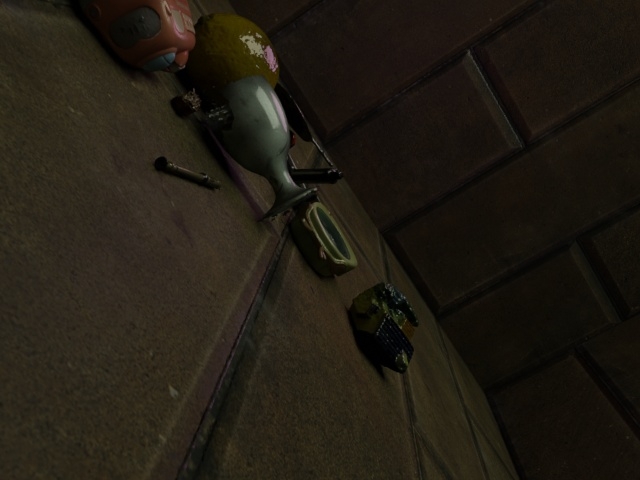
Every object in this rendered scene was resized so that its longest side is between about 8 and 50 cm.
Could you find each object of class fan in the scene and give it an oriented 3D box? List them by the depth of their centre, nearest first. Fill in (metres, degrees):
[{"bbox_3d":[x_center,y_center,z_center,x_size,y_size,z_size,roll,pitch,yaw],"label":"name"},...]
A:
[{"bbox_3d":[-0.066,-0.354,1.708,0.335,0.011,0.229,53,-8,2],"label":"fan"}]

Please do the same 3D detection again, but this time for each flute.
[{"bbox_3d":[-0.256,-0.131,1.130,0.027,0.027,0.233,61,12,12],"label":"flute"}]

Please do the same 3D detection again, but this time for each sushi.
[{"bbox_3d":[-0.309,-0.322,1.329,0.052,0.055,0.120,61,12,-18],"label":"sushi"}]

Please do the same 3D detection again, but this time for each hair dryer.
[{"bbox_3d":[-0.056,-0.259,1.706,0.320,0.284,0.155,57,45,-18],"label":"hair dryer"}]

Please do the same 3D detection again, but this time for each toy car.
[{"bbox_3d":[-0.363,-0.459,1.192,0.270,0.181,0.212,-70,137,-76],"label":"toy car"}]

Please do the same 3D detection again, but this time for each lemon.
[{"bbox_3d":[-0.242,-0.479,1.537,0.267,0.267,0.267,54,12,-18],"label":"lemon"}]

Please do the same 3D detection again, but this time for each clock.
[{"bbox_3d":[0.000,0.000,1.675,0.235,0.096,0.308,61,12,7],"label":"clock"}]

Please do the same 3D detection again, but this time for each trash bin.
[{"bbox_3d":[-0.005,-0.121,2.101,0.092,0.043,0.061,60,11,-11],"label":"trash bin"}]

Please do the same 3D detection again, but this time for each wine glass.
[{"bbox_3d":[-0.144,-0.233,1.406,0.357,0.190,0.190,61,12,-4],"label":"wine glass"}]

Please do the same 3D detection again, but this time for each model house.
[{"bbox_3d":[0.200,0.261,1.661,0.194,0.170,0.211,54,13,-30],"label":"model house"}]

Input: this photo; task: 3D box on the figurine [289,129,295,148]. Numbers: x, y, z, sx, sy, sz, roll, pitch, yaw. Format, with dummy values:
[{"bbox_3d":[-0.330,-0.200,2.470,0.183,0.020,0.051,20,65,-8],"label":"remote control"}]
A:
[{"bbox_3d":[-0.127,-0.307,1.843,0.075,0.140,0.068,8,41,-20],"label":"figurine"}]
